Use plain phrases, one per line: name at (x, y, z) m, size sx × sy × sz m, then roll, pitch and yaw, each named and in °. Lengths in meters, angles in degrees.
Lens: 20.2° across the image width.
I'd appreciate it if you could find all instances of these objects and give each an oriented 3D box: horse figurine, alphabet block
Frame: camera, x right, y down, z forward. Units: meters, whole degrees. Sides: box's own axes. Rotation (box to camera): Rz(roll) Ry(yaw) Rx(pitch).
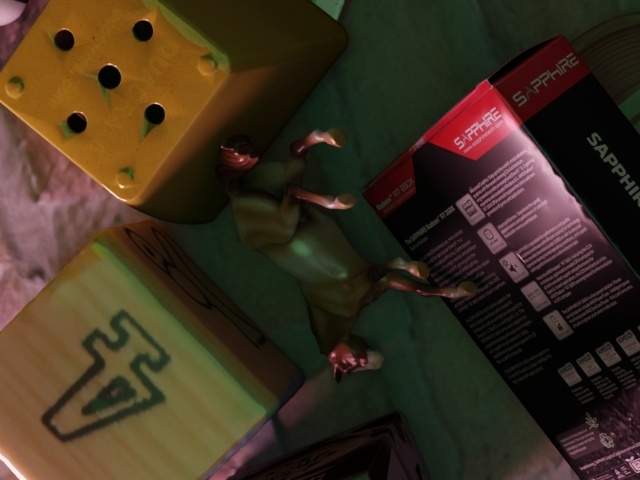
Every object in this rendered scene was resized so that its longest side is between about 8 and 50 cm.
horse figurine at (0.000, 0.000, 1.430) m, size 0.263 × 0.174 × 0.066 m, roll 46°, pitch 55°, yaw -23°
alphabet block at (-0.153, 0.119, 1.461) m, size 0.193 × 0.192 × 0.197 m, roll -45°, pitch 87°, yaw 5°

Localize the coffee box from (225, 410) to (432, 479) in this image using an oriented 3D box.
coffee box at (-0.002, 0.233, 1.394) m, size 0.168 × 0.297 × 0.119 m, roll -22°, pitch 91°, yaw 7°

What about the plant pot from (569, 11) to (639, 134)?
plant pot at (0.276, -0.069, 1.441) m, size 0.237 × 0.110 × 0.237 m, roll 0°, pitch 93°, yaw 8°

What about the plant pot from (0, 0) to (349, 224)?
plant pot at (-0.137, -0.140, 1.428) m, size 0.212 × 0.187 × 0.212 m, roll 40°, pitch 107°, yaw 4°

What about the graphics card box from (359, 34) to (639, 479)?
graphics card box at (0.214, 0.047, 1.393) m, size 0.094 × 0.233 × 0.371 m, roll -35°, pitch 87°, yaw -32°

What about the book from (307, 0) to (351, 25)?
book at (-0.036, -0.244, 1.508) m, size 0.144 × 0.035 × 0.096 m, roll 21°, pitch 94°, yaw 8°

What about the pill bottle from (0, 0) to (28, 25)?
pill bottle at (-0.293, -0.268, 1.473) m, size 0.153 × 0.153 × 0.265 m, roll 23°, pitch 95°, yaw 5°
